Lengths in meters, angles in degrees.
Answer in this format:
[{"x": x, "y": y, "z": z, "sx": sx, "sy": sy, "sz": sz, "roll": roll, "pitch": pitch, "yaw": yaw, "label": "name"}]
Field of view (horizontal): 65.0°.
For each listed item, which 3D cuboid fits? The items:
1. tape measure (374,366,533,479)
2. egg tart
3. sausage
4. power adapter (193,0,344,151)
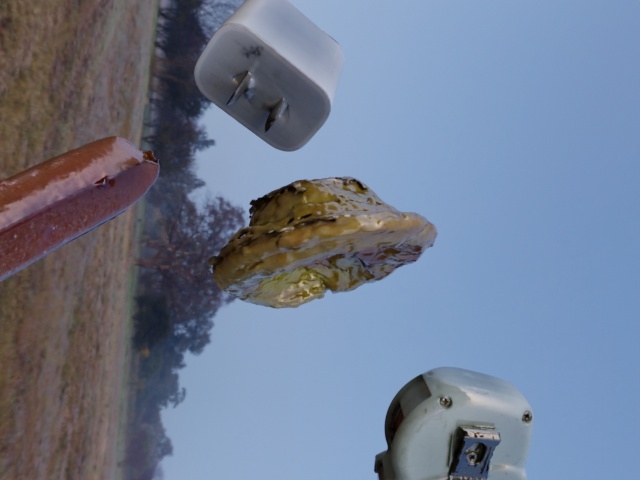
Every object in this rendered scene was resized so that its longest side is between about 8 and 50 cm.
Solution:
[{"x": 0.223, "y": 0.342, "z": 0.844, "sx": 0.125, "sy": 0.243, "sz": 0.246, "roll": -101, "pitch": -166, "yaw": -74, "label": "tape measure"}, {"x": 0.000, "y": 0.000, "z": 0.528, "sx": 0.241, "sy": 0.241, "sz": 0.106, "roll": -40, "pitch": -122, "yaw": 58, "label": "egg tart"}, {"x": -0.319, "y": -0.036, "z": 0.579, "sx": 0.330, "sy": 0.102, "sz": 0.102, "roll": -47, "pitch": 169, "yaw": -50, "label": "sausage"}, {"x": -0.071, "y": -0.237, "z": 0.729, "sx": 0.124, "sy": 0.187, "sz": 0.255, "roll": -43, "pitch": -158, "yaw": 36, "label": "power adapter"}]
